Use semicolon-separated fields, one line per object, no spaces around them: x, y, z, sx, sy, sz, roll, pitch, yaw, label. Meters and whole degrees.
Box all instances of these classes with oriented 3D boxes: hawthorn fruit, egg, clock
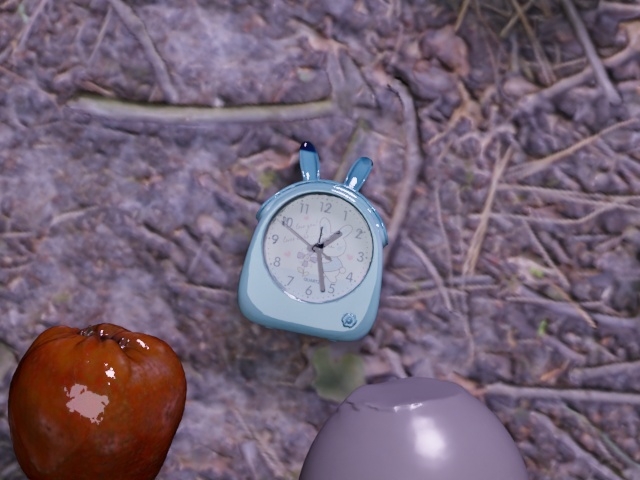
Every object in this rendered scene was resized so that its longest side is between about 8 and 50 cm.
-0.171;0.131;1.051;0.133;0.133;0.137;4;100;2;hawthorn fruit
0.067;0.218;1.017;0.176;0.176;0.231;3;96;2;egg
0.000;0.000;1.084;0.108;0.045;0.147;12;90;1;clock
